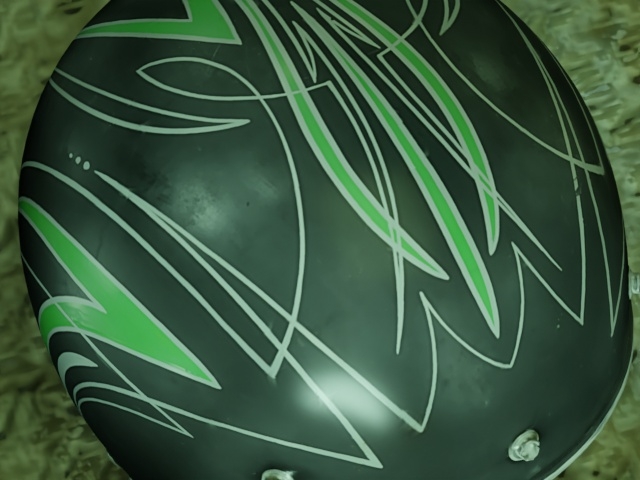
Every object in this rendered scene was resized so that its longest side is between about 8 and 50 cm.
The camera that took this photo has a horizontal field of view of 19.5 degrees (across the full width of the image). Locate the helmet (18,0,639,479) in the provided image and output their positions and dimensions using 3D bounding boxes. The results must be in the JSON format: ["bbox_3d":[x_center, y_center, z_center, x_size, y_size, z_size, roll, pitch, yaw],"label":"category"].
[{"bbox_3d":[0.000,0.000,0.493,0.169,0.161,0.169,4,72,-11],"label":"helmet"}]
